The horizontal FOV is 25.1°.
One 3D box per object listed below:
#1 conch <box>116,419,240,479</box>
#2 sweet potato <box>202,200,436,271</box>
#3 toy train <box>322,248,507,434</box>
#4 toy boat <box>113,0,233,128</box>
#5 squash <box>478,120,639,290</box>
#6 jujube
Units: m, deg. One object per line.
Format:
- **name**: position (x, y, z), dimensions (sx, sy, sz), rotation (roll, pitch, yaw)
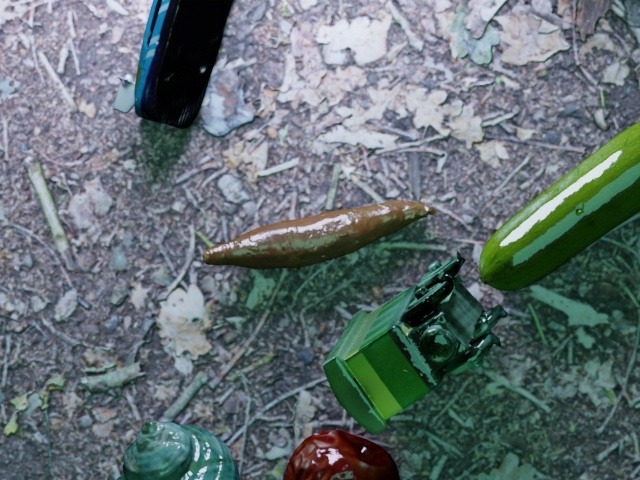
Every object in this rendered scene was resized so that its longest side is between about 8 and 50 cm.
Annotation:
- **conch**: position (-0.204, 0.329, 1.907), dimensions (0.196, 0.134, 0.202), rotation (-7, 94, 1)
- **sweet potato**: position (0.000, 0.000, 1.916), dimensions (0.314, 0.066, 0.072), rotation (-10, 100, 0)
- **toy train**: position (0.121, 0.124, 1.807), dimensions (0.202, 0.301, 0.120), rotation (-35, 93, 13)
- **toy boat**: position (-0.187, -0.301, 1.883), dimensions (0.092, 0.134, 0.299), rotation (19, 93, 26)
- **squash**: position (0.364, -0.059, 1.881), dimensions (0.379, 0.101, 0.101), rotation (-40, 91, 5)
- **jujube**: position (0.017, 0.366, 1.897), dimensions (0.155, 0.155, 0.230), rotation (13, 100, 1)
